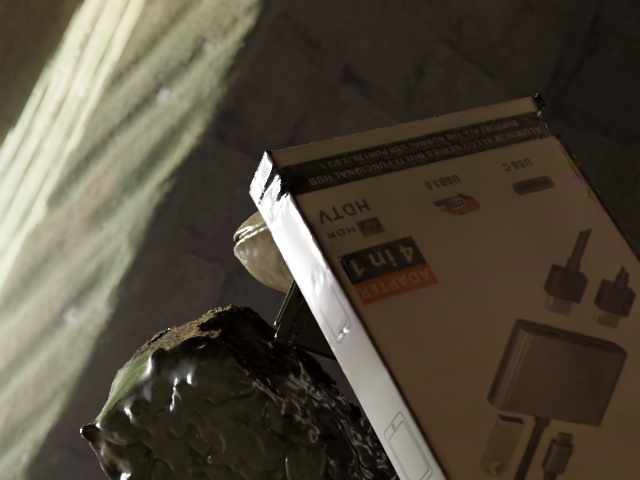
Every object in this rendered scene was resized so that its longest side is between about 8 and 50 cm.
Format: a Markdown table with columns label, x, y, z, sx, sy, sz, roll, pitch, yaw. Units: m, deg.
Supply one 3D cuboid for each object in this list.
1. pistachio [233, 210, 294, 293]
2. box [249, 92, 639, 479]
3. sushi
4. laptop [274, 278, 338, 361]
| label | x | y | z | sx | sy | sz | roll | pitch | yaw |
| --- | --- | --- | --- | --- | --- | --- | --- | --- | --- |
| pistachio | 0.000 | 0.000 | 1.117 | 0.126 | 0.108 | 0.185 | 9 | 164 | -41 |
| box | 0.083 | 0.055 | 0.457 | 0.129 | 0.033 | 0.247 | -15 | -119 | -28 |
| sushi | -0.015 | 0.199 | 1.029 | 0.343 | 0.196 | 0.182 | 46 | -144 | -1 |
| laptop | 0.032 | 0.022 | 0.865 | 0.016 | 0.129 | 0.180 | 22 | 178 | 25 |
